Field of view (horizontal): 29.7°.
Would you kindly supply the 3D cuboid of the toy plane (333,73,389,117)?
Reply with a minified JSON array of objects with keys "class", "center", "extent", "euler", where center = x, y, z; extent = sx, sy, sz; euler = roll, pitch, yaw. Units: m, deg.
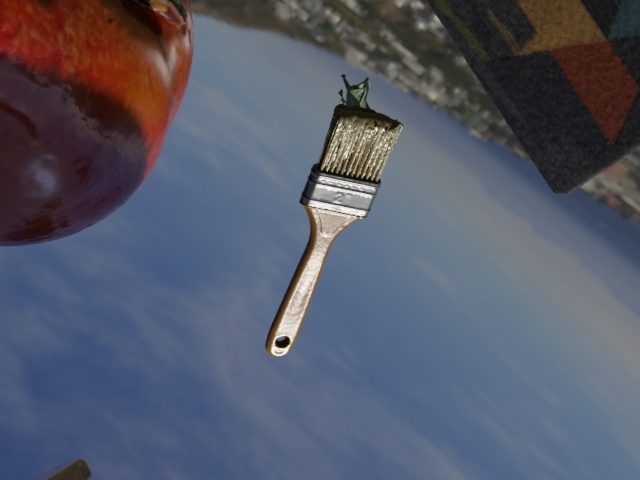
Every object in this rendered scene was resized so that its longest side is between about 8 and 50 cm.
[{"class":"toy plane","center":[0.035,-0.099,1.017],"extent":[0.080,0.033,0.083],"euler":[36,150,52]}]

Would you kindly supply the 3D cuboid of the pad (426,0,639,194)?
[{"class":"pad","center":[0.095,-0.106,0.414],"extent":[0.143,0.003,0.211],"euler":[58,155,6]}]

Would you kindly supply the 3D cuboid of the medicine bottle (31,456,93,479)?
[{"class":"medicine bottle","center":[-0.238,0.358,1.222],"extent":[0.249,0.133,0.133],"euler":[62,-171,1]}]

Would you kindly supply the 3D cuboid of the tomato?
[{"class":"tomato","center":[-0.230,-0.158,0.709],"extent":[0.325,0.290,0.293],"euler":[41,-136,-57]}]

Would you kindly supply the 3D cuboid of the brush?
[{"class":"brush","center":[0.000,0.000,0.701],"extent":[0.043,0.170,0.014],"euler":[11,-151,-21]}]
